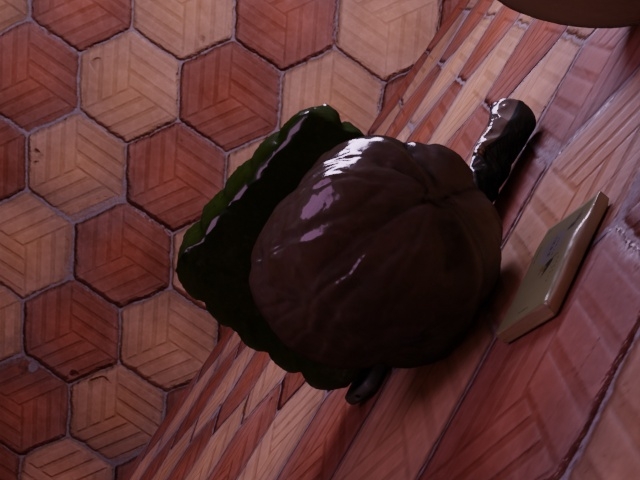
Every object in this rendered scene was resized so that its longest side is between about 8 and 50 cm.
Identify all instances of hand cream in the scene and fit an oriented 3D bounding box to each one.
[{"bbox_3d":[0.170,-0.052,1.234,0.075,0.052,0.248,90,-162,-51],"label":"hand cream"}]

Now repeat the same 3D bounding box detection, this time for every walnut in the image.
[{"bbox_3d":[0.049,0.017,1.074,0.224,0.224,0.224,-55,6,8],"label":"walnut"}]

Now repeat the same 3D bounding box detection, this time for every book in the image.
[{"bbox_3d":[0.171,0.020,0.916,0.111,0.014,0.077,-59,7,-29],"label":"book"}]

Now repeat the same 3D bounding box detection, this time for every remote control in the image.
[{"bbox_3d":[0.062,0.114,1.268,0.053,0.018,0.124,-45,12,53],"label":"remote control"}]

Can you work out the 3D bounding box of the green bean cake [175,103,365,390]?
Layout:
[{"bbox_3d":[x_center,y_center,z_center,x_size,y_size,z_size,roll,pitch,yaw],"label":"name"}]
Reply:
[{"bbox_3d":[0.000,0.000,1.245,0.248,0.222,0.125,-51,9,9],"label":"green bean cake"}]

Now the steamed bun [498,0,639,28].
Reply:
[{"bbox_3d":[0.262,-0.311,0.889,0.374,0.241,0.374,-54,11,15],"label":"steamed bun"}]
